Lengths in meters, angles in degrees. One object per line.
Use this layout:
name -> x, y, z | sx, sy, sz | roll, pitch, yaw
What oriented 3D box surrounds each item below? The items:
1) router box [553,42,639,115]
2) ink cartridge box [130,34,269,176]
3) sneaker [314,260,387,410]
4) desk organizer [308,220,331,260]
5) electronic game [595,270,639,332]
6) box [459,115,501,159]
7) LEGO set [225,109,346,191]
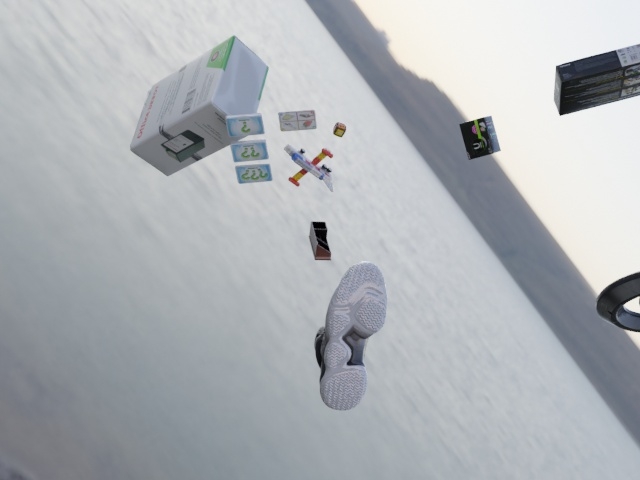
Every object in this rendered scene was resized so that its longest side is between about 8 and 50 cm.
router box -> 0.556, -0.318, 1.819 | 0.133, 0.179, 0.046 | 65, 13, -64
ink cartridge box -> -0.271, -0.295, 2.046 | 0.122, 0.289, 0.211 | 37, 49, -34
sneaker -> 0.044, 0.152, 1.622 | 0.101, 0.268, 0.153 | 9, 13, -10
desk organizer -> 0.000, 0.000, 2.518 | 0.130, 0.047, 0.050 | -106, -160, -58
electronic game -> 0.572, 0.096, 1.513 | 0.229, 0.229, 0.048 | 42, 40, -50
box -> 0.351, -0.226, 2.016 | 0.052, 0.062, 0.083 | -21, 96, -58
LEGO set -> -0.065, -0.183, 1.907 | 0.060, 0.245, 0.182 | -91, 176, -47
